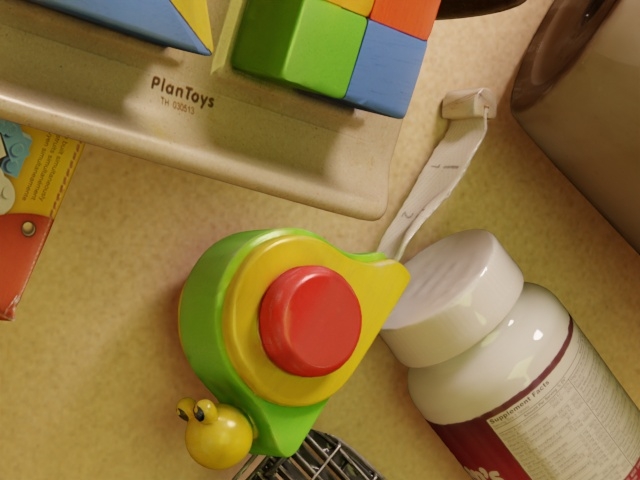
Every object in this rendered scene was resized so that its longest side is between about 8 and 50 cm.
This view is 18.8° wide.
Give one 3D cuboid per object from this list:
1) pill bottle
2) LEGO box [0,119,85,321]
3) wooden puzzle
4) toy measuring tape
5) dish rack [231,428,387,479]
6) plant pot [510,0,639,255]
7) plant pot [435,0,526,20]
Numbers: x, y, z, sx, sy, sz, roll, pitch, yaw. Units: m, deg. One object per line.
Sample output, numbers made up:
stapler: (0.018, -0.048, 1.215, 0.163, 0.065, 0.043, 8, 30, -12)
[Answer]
pill bottle: (0.135, 0.106, 1.303, 0.121, 0.121, 0.221, -45, 112, -18)
LEGO box: (-0.261, -0.258, 1.026, 0.372, 0.193, 0.500, 24, 83, -27)
wooden puzzle: (-0.029, -0.205, 1.003, 0.322, 0.080, 0.347, 15, 88, -39)
toy measuring tape: (0.000, 0.000, 1.237, 0.121, 0.121, 0.330, 43, 65, -24)
dish rack: (-0.045, 0.260, 1.250, 0.271, 0.074, 0.208, -49, 114, -18)
plant pot: (0.294, -0.091, 1.297, 0.280, 0.323, 0.323, 32, 78, -9)
plant pot: (0.052, -0.236, 1.220, 0.167, 0.167, 0.165, 5, 84, -28)
